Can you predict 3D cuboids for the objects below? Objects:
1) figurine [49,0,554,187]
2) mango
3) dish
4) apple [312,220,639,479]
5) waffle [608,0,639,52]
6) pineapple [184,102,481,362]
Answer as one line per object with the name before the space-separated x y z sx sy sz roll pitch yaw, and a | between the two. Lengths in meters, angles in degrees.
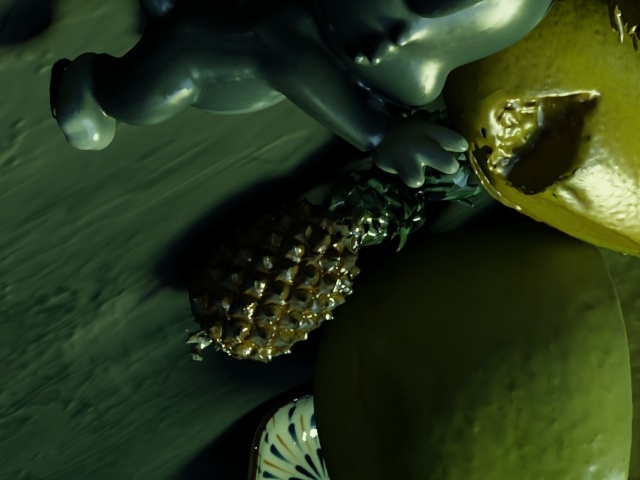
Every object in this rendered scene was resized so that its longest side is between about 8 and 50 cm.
figurine | -0.001 -0.127 0.875 0.265 0.193 0.140 -6 127 4
mango | 0.162 -0.082 1.110 0.130 0.167 0.262 -3 167 37
dish | 0.012 0.196 1.426 0.190 0.191 0.066 -22 -173 -25
apple | 0.141 0.121 1.267 0.292 0.254 0.292 -4 167 -1
waffle | 0.150 -0.203 0.824 0.051 0.232 0.228 -3 179 9
pineapple | 0.000 -0.001 1.128 0.221 0.083 0.103 -40 150 8
